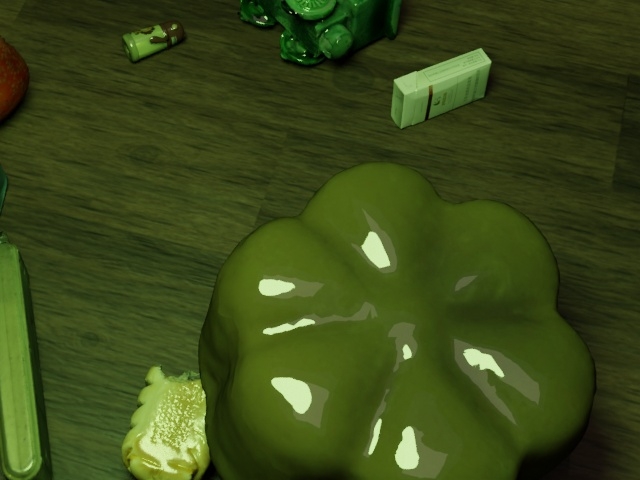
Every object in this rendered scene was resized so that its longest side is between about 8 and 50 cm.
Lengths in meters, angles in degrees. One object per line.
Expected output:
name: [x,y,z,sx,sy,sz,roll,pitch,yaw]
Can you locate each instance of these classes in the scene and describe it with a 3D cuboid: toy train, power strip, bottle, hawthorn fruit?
toy train: [-0.014,-0.405,1.756,0.202,0.145,0.266,-31,64,-22]
power strip: [-0.407,0.149,1.432,0.066,0.092,0.388,-10,58,-10]
bottle: [-0.268,-0.327,1.759,0.101,0.047,0.063,-25,51,-17]
hawthorn fruit: [-0.572,-0.206,1.624,0.165,0.165,0.285,40,71,21]

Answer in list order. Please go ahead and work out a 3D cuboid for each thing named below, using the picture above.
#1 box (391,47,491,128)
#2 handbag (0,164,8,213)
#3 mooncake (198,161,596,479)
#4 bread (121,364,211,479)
box: [0.186,-0.234,1.687,0.154,0.084,0.040,-21,62,-14]
handbag: [-0.499,-0.034,1.495,0.062,0.179,0.229,4,60,1]
mooncake: [0.083,0.144,1.315,0.467,0.262,0.467,6,58,-9]
bread: [-0.183,0.235,1.385,0.119,0.084,0.177,19,57,1]
